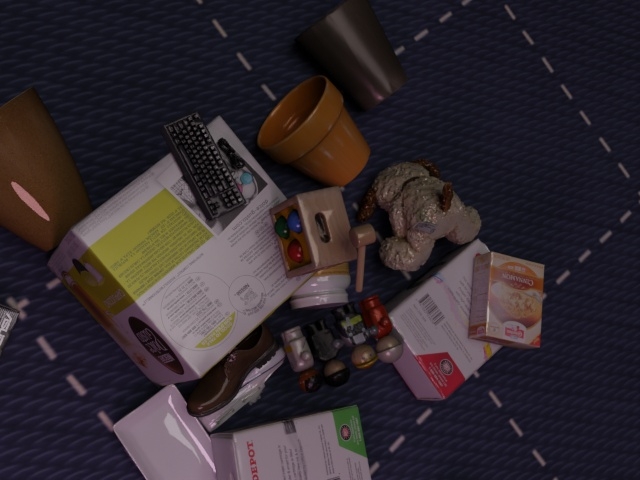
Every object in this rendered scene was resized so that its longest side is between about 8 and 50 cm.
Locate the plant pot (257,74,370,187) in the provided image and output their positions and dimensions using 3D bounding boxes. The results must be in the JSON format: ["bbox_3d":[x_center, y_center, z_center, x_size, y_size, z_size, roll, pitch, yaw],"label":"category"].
[{"bbox_3d":[0.001,-0.217,1.853,0.188,0.205,0.205,42,66,-26],"label":"plant pot"}]

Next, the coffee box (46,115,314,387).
[{"bbox_3d":[-0.251,0.038,1.603,0.338,0.338,0.334,-43,97,-25],"label":"coffee box"}]

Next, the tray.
[{"bbox_3d":[-0.275,0.426,1.670,0.145,0.030,0.270,-35,99,-23],"label":"tray"}]

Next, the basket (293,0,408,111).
[{"bbox_3d":[0.083,-0.418,1.947,0.204,0.154,0.226,-40,99,-24],"label":"basket"}]

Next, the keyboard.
[{"bbox_3d":[-0.186,-0.135,1.468,0.108,0.023,0.180,-28,91,-26],"label":"keyboard"}]

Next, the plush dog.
[{"bbox_3d":[0.207,-0.089,1.905,0.262,0.210,0.225,-28,49,-23],"label":"plush dog"}]

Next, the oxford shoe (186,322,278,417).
[{"bbox_3d":[-0.184,0.242,1.663,0.227,0.083,0.096,-48,142,-24],"label":"oxford shoe"}]

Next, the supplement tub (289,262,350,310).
[{"bbox_3d":[-0.014,0.041,1.808,0.144,0.144,0.199,-4,80,-23],"label":"supplement tub"}]

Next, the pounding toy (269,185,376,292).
[{"bbox_3d":[0.005,0.008,1.421,0.094,0.206,0.181,-13,86,-26],"label":"pounding toy"}]

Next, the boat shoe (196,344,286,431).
[{"bbox_3d":[-0.157,0.299,1.740,0.226,0.083,0.075,-33,103,-13],"label":"boat shoe"}]

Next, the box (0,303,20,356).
[{"bbox_3d":[-0.671,0.184,1.559,0.184,0.045,0.190,24,71,-14],"label":"box"}]

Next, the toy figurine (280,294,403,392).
[{"bbox_3d":[0.044,0.217,1.744,0.148,0.213,0.209,67,21,7],"label":"toy figurine"}]

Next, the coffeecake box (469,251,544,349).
[{"bbox_3d":[0.405,0.132,1.865,0.142,0.068,0.185,14,73,-22],"label":"coffeecake box"}]

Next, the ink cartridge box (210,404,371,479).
[{"bbox_3d":[-0.055,0.455,1.698,0.289,0.121,0.211,-5,81,-32],"label":"ink cartridge box"}]

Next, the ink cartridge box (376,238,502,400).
[{"bbox_3d":[0.286,0.177,1.914,0.306,0.131,0.226,-36,94,-27],"label":"ink cartridge box"}]

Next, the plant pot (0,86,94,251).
[{"bbox_3d":[-0.544,-0.114,1.591,0.237,0.237,0.254,-45,108,-24],"label":"plant pot"}]
